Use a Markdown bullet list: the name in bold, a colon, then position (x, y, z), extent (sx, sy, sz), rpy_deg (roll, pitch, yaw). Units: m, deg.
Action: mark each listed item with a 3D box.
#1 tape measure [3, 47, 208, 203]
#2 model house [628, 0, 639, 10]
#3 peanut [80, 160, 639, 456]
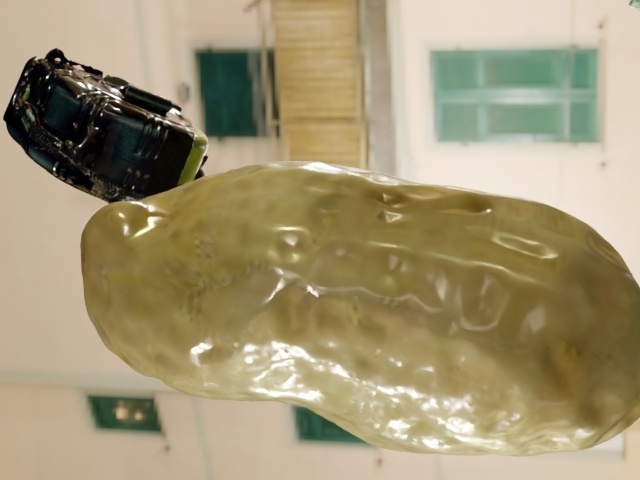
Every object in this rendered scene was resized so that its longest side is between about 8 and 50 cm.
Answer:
- **tape measure**: position (-0.192, -0.100, 1.399), extent (0.199, 0.186, 0.112), rpy_deg (16, -76, -34)
- **model house**: position (0.326, -0.335, 1.159), extent (0.300, 0.340, 0.323), rpy_deg (-42, -27, -79)
- **peanut**: position (0.029, 0.045, 0.955), extent (0.192, 0.387, 0.169), rpy_deg (92, -169, -57)
